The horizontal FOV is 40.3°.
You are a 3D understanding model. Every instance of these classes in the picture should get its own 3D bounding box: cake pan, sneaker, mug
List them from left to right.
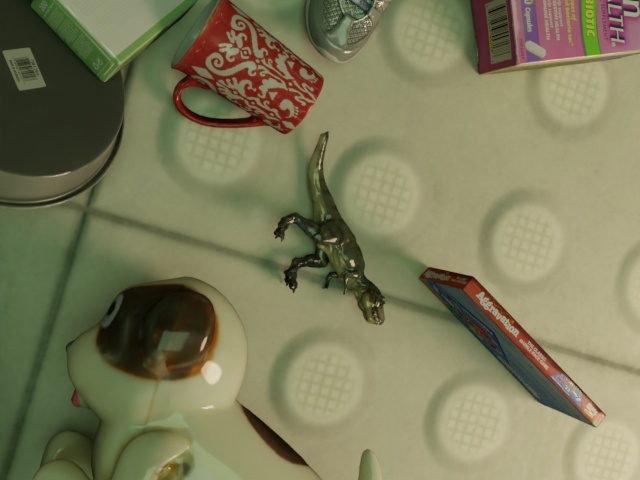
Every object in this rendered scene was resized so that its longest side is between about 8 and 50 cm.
[{"bbox_3d":[-0.349,-0.181,0.988,0.293,0.054,0.293,16,62,-34],"label":"cake pan"},{"bbox_3d":[-0.099,-0.212,1.120,0.169,0.150,0.113,32,49,-20],"label":"mug"},{"bbox_3d":[0.067,-0.367,1.132,0.105,0.115,0.281,25,87,-16],"label":"sneaker"}]

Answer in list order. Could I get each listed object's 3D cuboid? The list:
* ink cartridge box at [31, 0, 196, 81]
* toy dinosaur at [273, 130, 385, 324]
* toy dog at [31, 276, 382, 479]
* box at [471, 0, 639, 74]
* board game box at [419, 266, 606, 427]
[{"bbox_3d":[-0.278,-0.328,1.031,0.235,0.056,0.171,47,50,-13],"label":"ink cartridge box"},{"bbox_3d":[0.000,0.000,1.174,0.118,0.064,0.268,-22,98,-20],"label":"toy dinosaur"},{"bbox_3d":[-0.150,0.245,1.024,0.395,0.284,0.408,-19,92,3],"label":"toy dog"},{"bbox_3d":[0.340,-0.354,1.210,0.242,0.117,0.214,-9,97,-15],"label":"box"},{"bbox_3d":[0.264,0.146,1.213,0.281,0.145,0.027,45,79,-15],"label":"board game box"}]
